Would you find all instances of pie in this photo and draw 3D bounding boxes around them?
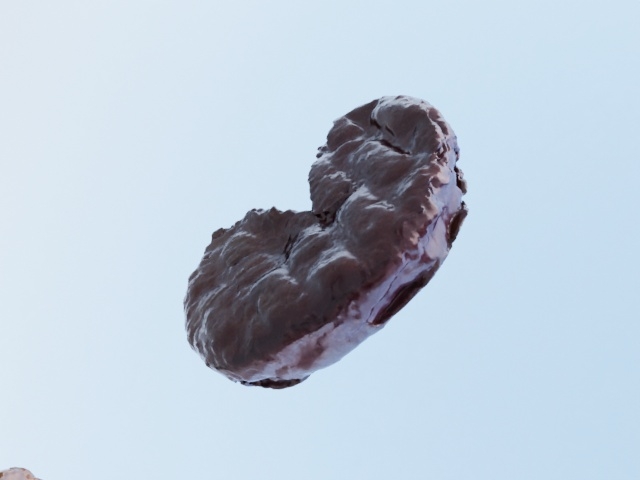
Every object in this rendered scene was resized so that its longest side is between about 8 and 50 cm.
[{"bbox_3d":[0.000,0.000,0.545,0.219,0.054,0.204,-38,-152,14],"label":"pie"}]

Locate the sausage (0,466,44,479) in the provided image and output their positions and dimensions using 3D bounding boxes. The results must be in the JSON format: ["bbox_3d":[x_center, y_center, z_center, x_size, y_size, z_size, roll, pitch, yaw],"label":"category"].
[{"bbox_3d":[-0.296,0.279,0.708,0.197,0.076,0.076,-57,-143,6],"label":"sausage"}]
